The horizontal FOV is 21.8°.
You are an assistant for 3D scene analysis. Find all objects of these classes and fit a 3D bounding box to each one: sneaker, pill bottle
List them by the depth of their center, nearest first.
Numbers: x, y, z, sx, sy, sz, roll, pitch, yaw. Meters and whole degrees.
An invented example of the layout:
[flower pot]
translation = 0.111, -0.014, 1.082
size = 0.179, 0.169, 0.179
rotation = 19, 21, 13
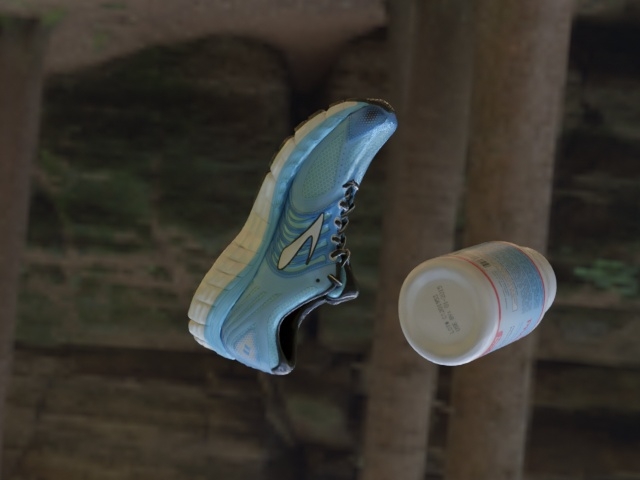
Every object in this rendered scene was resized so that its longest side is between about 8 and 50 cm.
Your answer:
[sneaker]
translation = 0.000, 0.000, 0.879
size = 0.073, 0.162, 0.063
rotation = 34, -169, 20
[pill bottle]
translation = 0.135, 0.047, 1.373
size = 0.087, 0.087, 0.160
rotation = 6, -170, 29
